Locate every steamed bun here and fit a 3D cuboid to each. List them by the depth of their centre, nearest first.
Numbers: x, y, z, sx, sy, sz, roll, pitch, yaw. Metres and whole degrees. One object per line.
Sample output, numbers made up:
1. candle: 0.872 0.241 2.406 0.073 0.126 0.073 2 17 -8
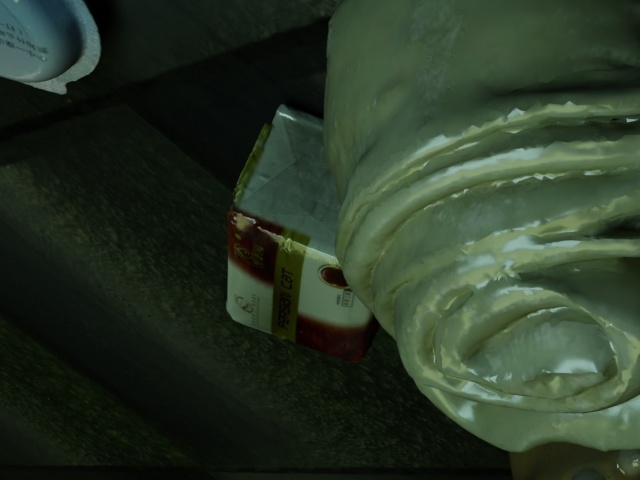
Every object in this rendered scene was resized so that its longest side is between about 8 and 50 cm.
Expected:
1. steamed bun: 0.137 0.005 0.777 0.310 0.219 0.324 12 151 28

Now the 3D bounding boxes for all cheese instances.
1. cheese: -0.199 -0.167 0.961 0.135 0.052 0.244 18 152 12

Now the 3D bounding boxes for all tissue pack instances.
1. tissue pack: 0.000 0.001 1.029 0.106 0.099 0.148 22 153 8

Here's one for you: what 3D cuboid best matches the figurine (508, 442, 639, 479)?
1. figurine: 0.202 0.177 1.011 0.173 0.247 0.177 -9 173 -3
